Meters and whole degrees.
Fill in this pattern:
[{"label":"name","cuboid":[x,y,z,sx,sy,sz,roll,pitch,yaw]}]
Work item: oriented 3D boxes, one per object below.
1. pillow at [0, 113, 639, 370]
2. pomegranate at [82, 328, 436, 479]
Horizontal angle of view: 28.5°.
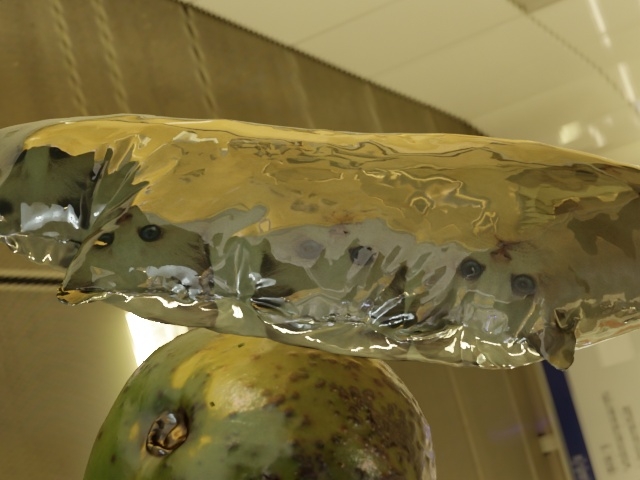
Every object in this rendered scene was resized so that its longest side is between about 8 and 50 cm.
[{"label":"pillow","cuboid":[0.001,0.001,0.347,0.093,0.241,0.051,-66,-20,-56]},{"label":"pomegranate","cuboid":[-0.012,0.163,0.717,0.248,0.214,0.214,42,-145,-33]}]
